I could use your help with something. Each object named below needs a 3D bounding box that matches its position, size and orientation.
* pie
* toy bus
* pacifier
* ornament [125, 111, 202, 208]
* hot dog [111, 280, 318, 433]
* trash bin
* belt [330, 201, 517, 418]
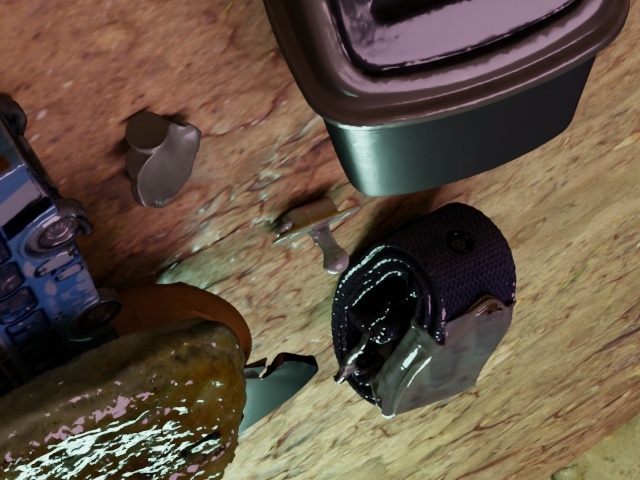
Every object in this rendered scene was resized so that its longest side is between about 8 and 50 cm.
[{"bbox_3d":[-0.179,0.162,1.278,0.323,0.071,0.323,-26,159,-11],"label":"pie"},{"bbox_3d":[-0.212,0.006,1.138,0.131,0.106,0.297,-30,157,-10],"label":"toy bus"},{"bbox_3d":[0.000,0.000,1.508,0.083,0.064,0.068,-21,172,-33],"label":"pacifier"},{"bbox_3d":[-0.111,-0.053,1.252,0.068,0.041,0.092,-47,161,-45],"label":"ornament"},{"bbox_3d":[-0.154,0.089,1.397,0.194,0.107,0.326,-38,157,19],"label":"hot dog"},{"bbox_3d":[0.074,-0.144,1.136,0.209,0.182,0.290,-20,164,-1],"label":"trash bin"},{"bbox_3d":[0.086,0.068,1.679,0.126,0.140,0.230,-24,159,-31],"label":"belt"}]
